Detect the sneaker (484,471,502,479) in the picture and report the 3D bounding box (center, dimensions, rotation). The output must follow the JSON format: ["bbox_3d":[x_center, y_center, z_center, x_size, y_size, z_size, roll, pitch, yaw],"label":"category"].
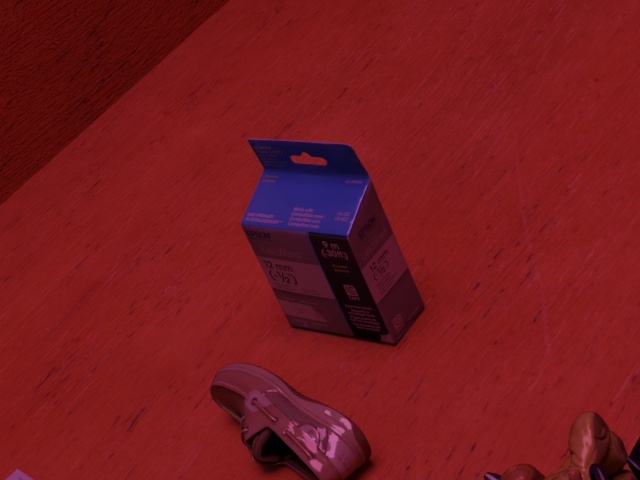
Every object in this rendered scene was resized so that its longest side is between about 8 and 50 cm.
[{"bbox_3d":[0.261,0.341,1.656,0.035,0.031,0.083,-27,33,-29],"label":"sneaker"}]

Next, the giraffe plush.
[{"bbox_3d":[0.292,0.335,1.518,0.170,0.181,0.210,-20,13,32],"label":"giraffe plush"}]

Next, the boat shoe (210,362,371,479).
[{"bbox_3d":[-0.075,0.289,1.880,0.110,0.121,0.341,-42,36,-26],"label":"boat shoe"}]

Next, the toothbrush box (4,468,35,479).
[{"bbox_3d":[-0.334,0.478,1.623,0.216,0.295,0.126,14,50,47],"label":"toothbrush box"}]

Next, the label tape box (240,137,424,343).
[{"bbox_3d":[0.000,0.000,2.032,0.249,0.347,0.115,7,45,42],"label":"label tape box"}]

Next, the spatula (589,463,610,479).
[{"bbox_3d":[0.379,0.380,1.347,0.030,0.084,0.296,-18,59,-19],"label":"spatula"}]

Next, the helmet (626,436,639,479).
[{"bbox_3d":[0.479,0.268,1.482,0.161,0.169,0.169,-39,32,1],"label":"helmet"}]
